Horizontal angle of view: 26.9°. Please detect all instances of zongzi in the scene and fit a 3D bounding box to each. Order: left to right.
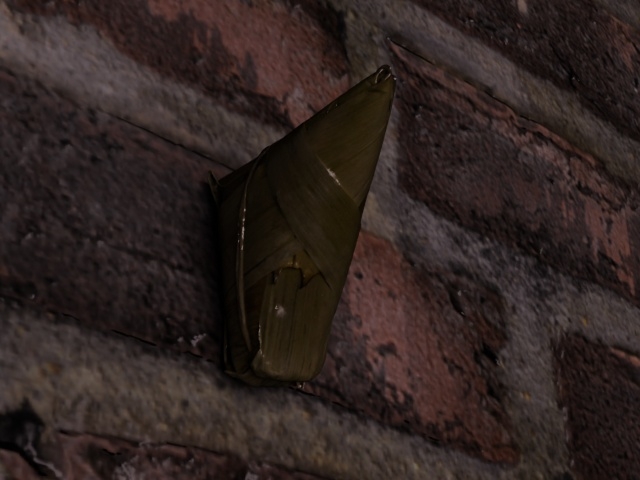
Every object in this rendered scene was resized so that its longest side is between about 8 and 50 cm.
[{"bbox_3d":[0.000,0.000,0.830,0.078,0.176,0.160,8,65,-36],"label":"zongzi"}]
